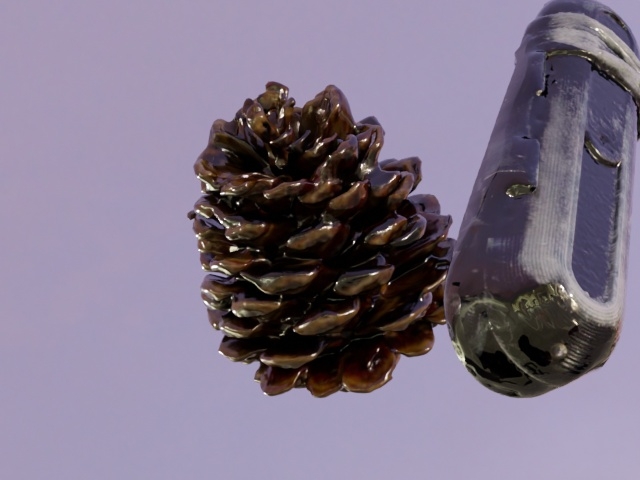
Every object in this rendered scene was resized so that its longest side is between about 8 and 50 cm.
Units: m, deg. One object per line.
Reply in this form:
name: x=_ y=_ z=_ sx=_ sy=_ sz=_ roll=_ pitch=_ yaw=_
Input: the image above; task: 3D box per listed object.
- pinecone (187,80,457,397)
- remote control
pinecone: x=0.000 y=0.000 z=1.329 sx=0.224 sy=0.224 sz=0.272 roll=-12 pitch=-69 yaw=11
remote control: x=0.128 y=-0.036 z=0.816 sx=0.066 sy=0.266 sz=0.090 roll=-21 pitch=-56 yaw=37
